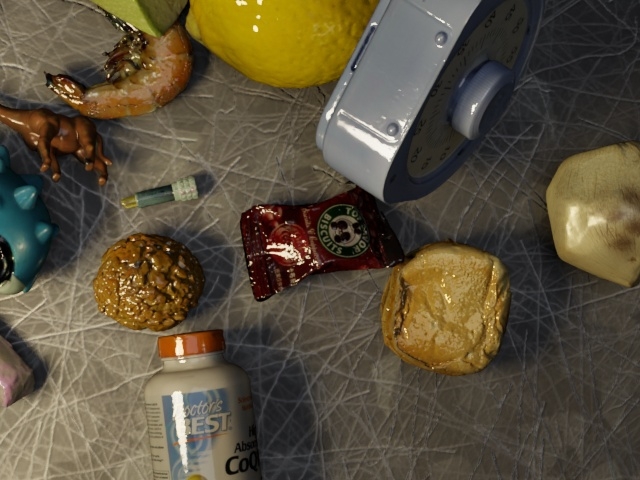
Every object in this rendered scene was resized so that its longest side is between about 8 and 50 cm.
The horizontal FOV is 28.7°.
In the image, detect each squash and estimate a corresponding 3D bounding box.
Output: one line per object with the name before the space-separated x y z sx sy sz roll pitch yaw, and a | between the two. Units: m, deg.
squash | -0.294 -0.443 1.878 0.204 0.155 0.236 48 53 -40

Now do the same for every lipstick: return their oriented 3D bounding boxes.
lipstick | -0.244 -0.068 1.893 0.116 0.037 0.037 -14 89 -4

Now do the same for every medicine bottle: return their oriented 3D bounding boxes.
medicine bottle | -0.172 0.276 1.819 0.157 0.157 0.288 -7 88 -9

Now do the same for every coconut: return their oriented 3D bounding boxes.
coconut | 0.456 -0.037 1.918 0.224 0.224 0.224 1 87 -9

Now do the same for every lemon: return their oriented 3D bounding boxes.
lemon | -0.024 -0.377 1.811 0.336 0.336 0.336 1 87 -9

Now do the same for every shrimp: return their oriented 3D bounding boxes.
shrimp | -0.331 -0.312 1.879 0.222 0.054 0.290 -33 90 -10

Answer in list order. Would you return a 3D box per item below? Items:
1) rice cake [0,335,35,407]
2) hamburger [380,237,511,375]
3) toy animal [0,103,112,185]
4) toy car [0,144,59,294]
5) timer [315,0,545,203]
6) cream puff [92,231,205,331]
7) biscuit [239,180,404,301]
rice cake | -0.554 0.095 1.812 0.365 0.056 0.072 47 40 -3
hamburger | 0.196 0.102 1.911 0.214 0.108 0.213 1 85 -8
toy animal | -0.430 -0.166 1.833 0.224 0.066 0.229 0 41 -34
toy car | -0.485 -0.042 1.775 0.255 0.188 0.190 41 78 -4
timer | 0.189 -0.236 1.808 0.173 0.395 0.395 34 82 21
cream puff | -0.253 0.063 1.840 0.165 0.115 0.150 -25 88 -10
biscuit | -0.003 -0.006 1.900 0.235 0.063 0.151 -13 75 -8
